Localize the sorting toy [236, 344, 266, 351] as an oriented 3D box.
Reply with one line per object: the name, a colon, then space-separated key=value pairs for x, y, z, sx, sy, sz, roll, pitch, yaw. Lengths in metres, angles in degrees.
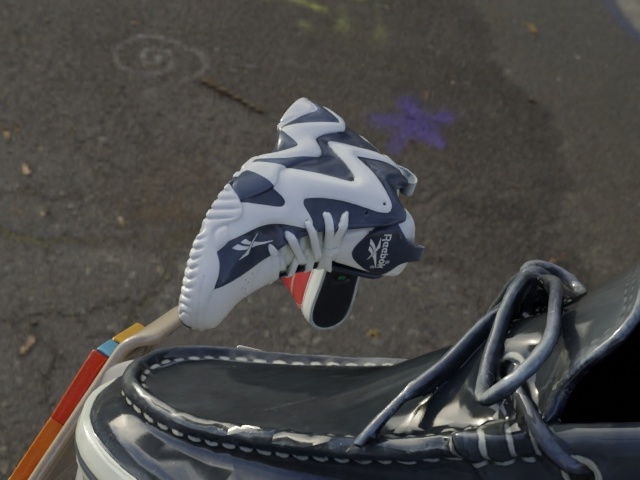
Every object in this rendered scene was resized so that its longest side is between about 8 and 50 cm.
sorting toy: x=-0.080 y=0.176 z=1.418 sx=0.083 sy=0.062 sz=0.012 roll=13 pitch=48 yaw=-1

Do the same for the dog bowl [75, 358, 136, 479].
dog bowl: x=-0.019 y=0.162 z=0.796 sx=0.348 sy=0.349 sz=0.102 roll=4 pitch=75 yaw=-7

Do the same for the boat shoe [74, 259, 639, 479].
boat shoe: x=0.113 y=0.078 z=0.431 sx=0.500 sy=0.156 sz=0.186 roll=2 pitch=11 yaw=27

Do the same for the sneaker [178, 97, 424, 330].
sneaker: x=0.000 y=0.000 z=0.798 sx=0.153 sy=0.094 sz=0.235 roll=26 pitch=46 yaw=7

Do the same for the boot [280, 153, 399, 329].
boot: x=0.004 y=-0.030 z=1.338 sx=0.088 sy=0.244 sz=0.176 roll=7 pitch=27 yaw=-35

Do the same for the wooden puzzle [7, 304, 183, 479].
wooden puzzle: x=-0.223 y=0.159 z=0.986 sx=0.044 sy=0.239 sz=0.221 roll=39 pitch=5 yaw=0
